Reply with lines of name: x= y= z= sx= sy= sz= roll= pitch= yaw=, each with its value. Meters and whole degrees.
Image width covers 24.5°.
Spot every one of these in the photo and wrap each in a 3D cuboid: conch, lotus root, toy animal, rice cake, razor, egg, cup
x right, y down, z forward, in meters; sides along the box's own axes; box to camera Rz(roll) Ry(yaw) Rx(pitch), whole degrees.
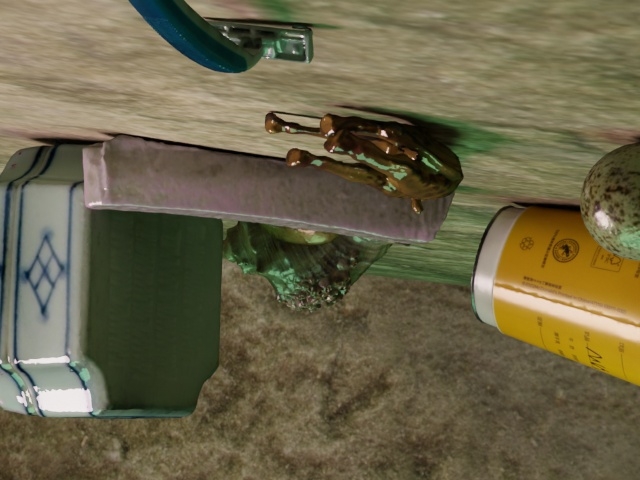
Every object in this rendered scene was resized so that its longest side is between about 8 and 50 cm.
conch: x=0.000 y=0.000 z=1.779 sx=0.245 sy=0.163 sz=0.178 roll=-10 pitch=-153 yaw=9
lotus root: x=-0.015 y=-0.029 z=1.648 sx=0.152 sy=0.063 sz=0.072 roll=1 pitch=-149 yaw=30
toy animal: x=0.059 y=-0.059 z=1.176 sx=0.149 sy=0.054 sz=0.275 roll=8 pitch=178 yaw=30
rice cake: x=-0.051 y=-0.047 z=1.435 sx=0.365 sy=0.073 sz=0.056 roll=6 pitch=174 yaw=-13
razor: x=-0.063 y=-0.111 z=0.732 sx=0.068 sy=0.037 sz=0.191 roll=7 pitch=176 yaw=17
egg: x=0.236 y=-0.027 z=1.042 sx=0.110 sy=0.085 sz=0.085 roll=4 pitch=177 yaw=-20
cup: x=0.305 y=0.055 z=1.494 sx=0.279 sy=0.196 sz=0.196 roll=14 pitch=180 yaw=30

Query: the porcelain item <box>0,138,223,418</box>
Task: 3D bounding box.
porcelain item: x=-0.232 y=0.046 z=1.551 sx=0.157 sy=0.286 sz=0.281 roll=-1 pitch=175 yaw=27
